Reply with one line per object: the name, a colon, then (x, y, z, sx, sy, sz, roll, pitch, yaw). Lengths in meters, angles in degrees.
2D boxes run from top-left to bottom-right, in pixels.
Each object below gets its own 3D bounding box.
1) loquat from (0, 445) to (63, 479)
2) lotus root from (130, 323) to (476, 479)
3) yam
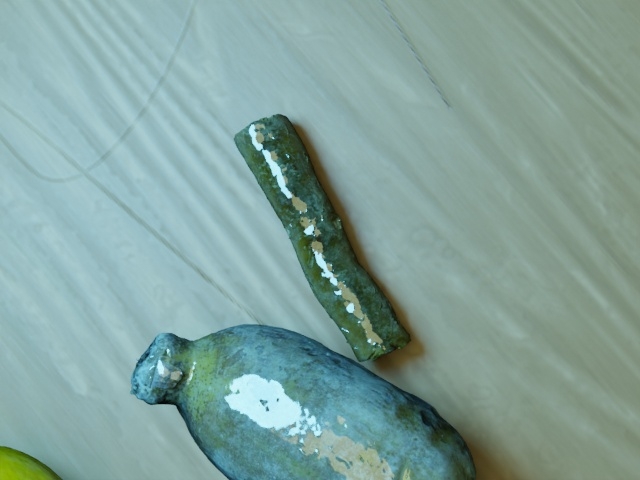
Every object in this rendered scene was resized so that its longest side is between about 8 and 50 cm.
loquat: (-0.295, 0.287, 1.583, 0.246, 0.213, 0.213, -13, 84, 0)
lotus root: (-0.004, 0.176, 1.560, 0.349, 0.175, 0.175, 31, 91, 9)
yam: (0.000, 0.000, 1.629, 0.061, 0.061, 0.253, -30, 83, 6)
